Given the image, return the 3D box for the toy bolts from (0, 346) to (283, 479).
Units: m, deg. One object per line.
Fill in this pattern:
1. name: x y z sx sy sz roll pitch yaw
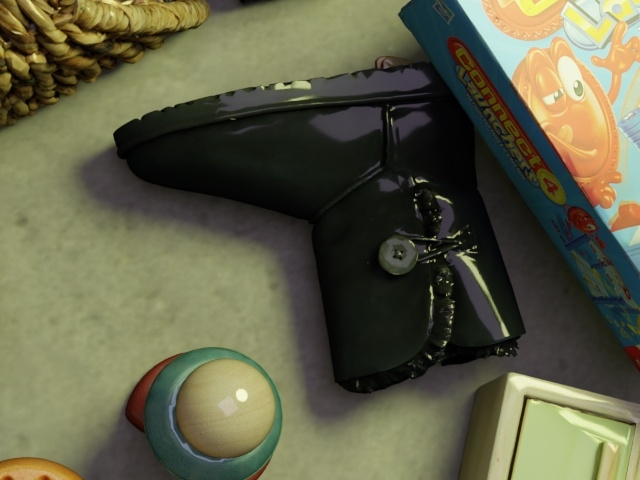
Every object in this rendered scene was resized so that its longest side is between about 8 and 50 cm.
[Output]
1. toy bolts: -0.094 0.174 1.191 0.218 0.158 0.228 42 75 0

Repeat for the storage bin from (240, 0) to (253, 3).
1. storage bin: -0.032 -0.264 1.310 0.084 0.122 0.180 -15 82 -13

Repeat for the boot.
1. boot: 0.000 0.000 1.276 0.246 0.094 0.207 -9 87 -3

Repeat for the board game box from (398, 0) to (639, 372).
1. board game box: 0.261 -0.111 1.259 0.308 0.086 0.302 -36 93 -17

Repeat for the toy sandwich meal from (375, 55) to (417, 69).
1. toy sandwich meal: 0.052 -0.084 1.336 0.085 0.029 0.086 2 78 -10

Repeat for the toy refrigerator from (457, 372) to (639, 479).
1. toy refrigerator: 0.132 0.230 1.255 0.102 0.094 0.269 15 76 -7

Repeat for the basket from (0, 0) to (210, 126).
1. basket: -0.220 -0.237 1.224 0.223 0.213 0.299 -30 86 -14
